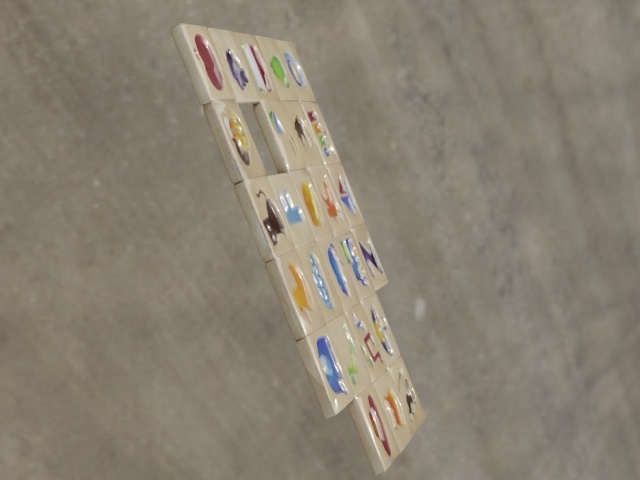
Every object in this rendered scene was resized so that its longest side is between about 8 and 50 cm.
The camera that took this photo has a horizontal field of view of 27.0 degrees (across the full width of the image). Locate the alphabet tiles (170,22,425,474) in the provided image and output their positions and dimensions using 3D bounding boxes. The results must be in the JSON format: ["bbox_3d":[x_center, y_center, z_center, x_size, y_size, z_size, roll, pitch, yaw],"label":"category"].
[{"bbox_3d":[0.000,0.000,0.713,0.237,0.009,0.198,69,15,0],"label":"alphabet tiles"}]
